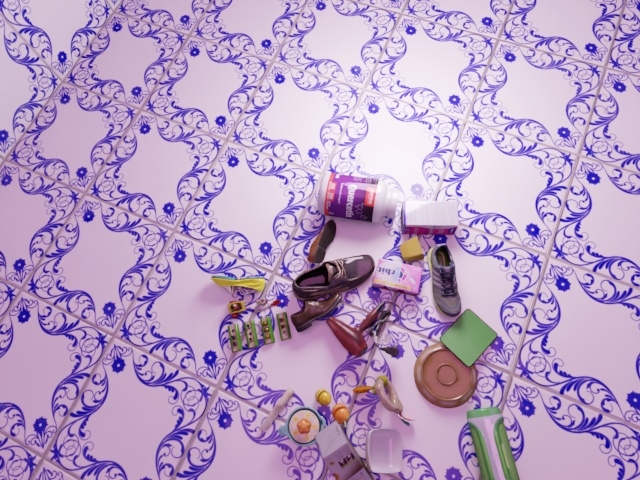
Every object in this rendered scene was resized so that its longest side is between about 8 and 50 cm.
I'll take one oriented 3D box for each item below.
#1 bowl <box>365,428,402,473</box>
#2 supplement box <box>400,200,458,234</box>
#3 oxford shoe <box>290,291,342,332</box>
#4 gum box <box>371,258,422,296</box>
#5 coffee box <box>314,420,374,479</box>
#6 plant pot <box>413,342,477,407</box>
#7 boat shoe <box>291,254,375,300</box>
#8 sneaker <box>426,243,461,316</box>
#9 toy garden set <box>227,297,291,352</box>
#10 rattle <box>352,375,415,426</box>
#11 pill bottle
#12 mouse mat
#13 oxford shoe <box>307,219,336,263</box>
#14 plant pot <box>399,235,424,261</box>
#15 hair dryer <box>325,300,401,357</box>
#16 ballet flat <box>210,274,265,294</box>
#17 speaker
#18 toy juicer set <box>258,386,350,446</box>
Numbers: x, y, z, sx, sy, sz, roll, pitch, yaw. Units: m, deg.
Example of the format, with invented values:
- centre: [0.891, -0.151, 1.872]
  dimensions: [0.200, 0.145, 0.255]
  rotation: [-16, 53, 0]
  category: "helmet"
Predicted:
- centre: [0.216, 0.737, 1.582]
  dimensions: [0.141, 0.053, 0.142]
  rotation: [14, 66, -25]
  category: "bowl"
- centre: [0.446, -0.093, 1.856]
  dimensions: [0.219, 0.111, 0.114]
  rotation: [0, 70, 6]
  category: "supplement box"
- centre: [-0.017, 0.262, 1.772]
  dimensions: [0.227, 0.083, 0.096]
  rotation: [-32, 94, -9]
  category: "oxford shoe"
- centre: [0.304, 0.147, 1.807]
  dimensions: [0.188, 0.062, 0.107]
  rotation: [12, 71, 10]
  category: "gum box"
- centre: [0.091, 0.754, 1.506]
  dimensions: [0.098, 0.141, 0.247]
  rotation: [-32, 102, -6]
  category: "coffee box"
- centre: [0.468, 0.500, 1.679]
  dimensions: [0.236, 0.032, 0.237]
  rotation: [-2, 69, 4]
  category: "plant pot"
- centre: [0.054, 0.145, 1.795]
  dimensions: [0.355, 0.130, 0.132]
  rotation: [-23, 70, -3]
  category: "boat shoe"
- centre: [0.483, 0.149, 1.758]
  dimensions: [0.111, 0.121, 0.300]
  rotation: [-11, 69, 2]
  category: "sneaker"
- centre: [-0.257, 0.319, 1.805]
  dimensions: [0.244, 0.049, 0.204]
  rotation: [-14, 69, 0]
  category: "toy garden set"
- centre: [0.230, 0.608, 1.645]
  dimensions: [0.142, 0.130, 0.200]
  rotation: [-33, 97, 4]
  category: "rattle"
- centre: [0.159, -0.175, 1.876]
  dimensions: [0.322, 0.181, 0.182]
  rotation: [9, 71, 9]
  category: "pill bottle"
- centre: [0.564, 0.368, 1.714]
  dimensions: [0.189, 0.007, 0.152]
  rotation: [-39, 70, -20]
  category: "mouse mat"
- centre: [0.000, 0.000, 1.891]
  dimensions: [0.076, 0.076, 0.212]
  rotation: [-3, 51, 47]
  category: "oxford shoe"
- centre: [0.368, 0.042, 1.834]
  dimensions: [0.083, 0.081, 0.082]
  rotation: [-19, 69, 9]
  category: "plant pot"
- centre: [0.166, 0.344, 1.758]
  dimensions: [0.293, 0.080, 0.224]
  rotation: [5, 55, 1]
  category: "hair dryer"
- centre: [-0.341, 0.184, 1.854]
  dimensions: [0.230, 0.077, 0.077]
  rotation: [1, 87, 4]
  category: "ballet flat"
- centre: [0.592, 0.729, 1.532]
  dimensions: [0.131, 0.131, 0.297]
  rotation: [-10, 69, 2]
  category: "speaker"
- centre: [-0.049, 0.640, 1.647]
  dimensions: [0.328, 0.089, 0.209]
  rotation: [14, 72, 11]
  category: "toy juicer set"
